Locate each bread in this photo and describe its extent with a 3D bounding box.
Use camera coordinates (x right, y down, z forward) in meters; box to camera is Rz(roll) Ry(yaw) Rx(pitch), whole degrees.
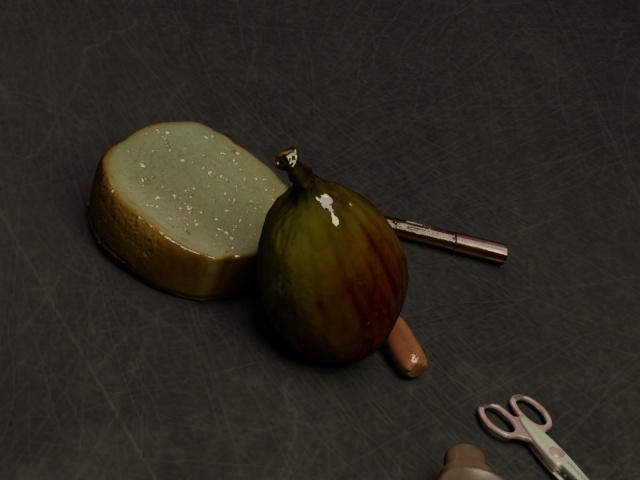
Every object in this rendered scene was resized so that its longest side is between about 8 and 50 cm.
[{"bbox_3d":[-0.140,-0.034,1.997,0.236,0.070,0.236,14,37,-11],"label":"bread"}]

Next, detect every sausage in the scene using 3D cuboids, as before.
[{"bbox_3d":[0.086,0.110,1.952,0.034,0.034,0.083,-2,41,-28],"label":"sausage"}]

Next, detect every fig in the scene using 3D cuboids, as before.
[{"bbox_3d":[-0.002,0.000,1.871,0.146,0.274,0.170,6,51,25],"label":"fig"}]

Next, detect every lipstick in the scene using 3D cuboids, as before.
[{"bbox_3d":[0.130,-0.004,2.129,0.176,0.027,0.027,14,36,-8],"label":"lipstick"}]

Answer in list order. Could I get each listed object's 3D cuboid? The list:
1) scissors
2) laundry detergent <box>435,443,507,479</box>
[{"bbox_3d":[0.236,0.221,1.894,0.085,0.022,0.176,-7,41,-38],"label":"scissors"},{"bbox_3d":[0.179,0.296,1.728,0.171,0.076,0.237,15,34,-10],"label":"laundry detergent"}]
